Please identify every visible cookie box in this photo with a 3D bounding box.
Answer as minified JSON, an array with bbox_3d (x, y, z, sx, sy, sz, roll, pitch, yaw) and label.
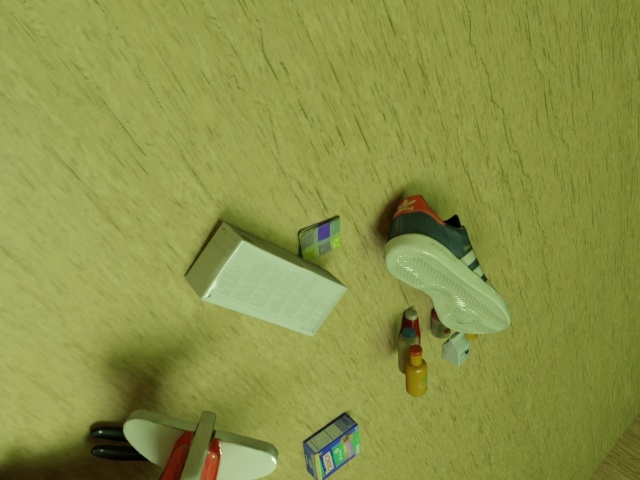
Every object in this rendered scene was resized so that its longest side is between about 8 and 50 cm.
[{"bbox_3d":[0.023,0.401,1.218,0.107,0.040,0.091,-28,131,-27],"label":"cookie box"}]

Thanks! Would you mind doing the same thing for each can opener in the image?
[{"bbox_3d":[-0.244,0.293,0.902,0.186,0.059,0.073,27,121,-38],"label":"can opener"}]

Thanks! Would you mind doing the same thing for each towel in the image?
[{"bbox_3d":[0.000,0.000,0.982,0.083,0.009,0.060,-22,127,-32],"label":"towel"}]

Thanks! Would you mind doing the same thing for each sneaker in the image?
[{"bbox_3d":[0.238,0.045,1.120,0.350,0.131,0.148,43,42,-40],"label":"sneaker"}]

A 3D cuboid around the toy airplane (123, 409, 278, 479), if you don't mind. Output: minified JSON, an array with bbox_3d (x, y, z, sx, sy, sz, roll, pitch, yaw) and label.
[{"bbox_3d":[-0.192,0.403,0.784,0.386,0.272,0.384,-20,120,21],"label":"toy airplane"}]

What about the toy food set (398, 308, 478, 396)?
[{"bbox_3d":[0.219,0.184,1.218,0.232,0.111,0.104,-31,130,-35],"label":"toy food set"}]

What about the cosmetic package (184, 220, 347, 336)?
[{"bbox_3d":[-0.071,0.062,0.911,0.239,0.060,0.098,29,98,-48],"label":"cosmetic package"}]
